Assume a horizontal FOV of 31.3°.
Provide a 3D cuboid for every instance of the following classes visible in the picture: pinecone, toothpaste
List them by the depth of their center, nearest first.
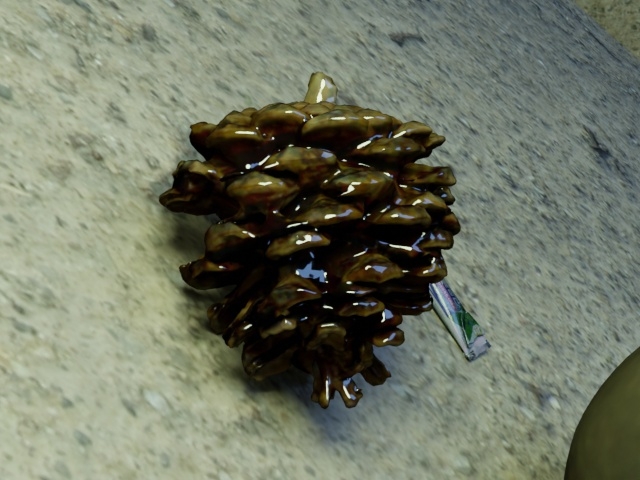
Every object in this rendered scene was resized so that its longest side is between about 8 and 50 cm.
[{"bbox_3d":[-0.009,-0.007,0.920,0.243,0.243,0.257,31,54,-26],"label":"pinecone"},{"bbox_3d":[0.122,0.051,1.219,0.045,0.028,0.170,-21,74,-52],"label":"toothpaste"}]

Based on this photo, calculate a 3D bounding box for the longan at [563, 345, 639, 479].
[{"bbox_3d":[0.374,0.228,0.986,0.361,0.361,0.361,32,32,-23],"label":"longan"}]
